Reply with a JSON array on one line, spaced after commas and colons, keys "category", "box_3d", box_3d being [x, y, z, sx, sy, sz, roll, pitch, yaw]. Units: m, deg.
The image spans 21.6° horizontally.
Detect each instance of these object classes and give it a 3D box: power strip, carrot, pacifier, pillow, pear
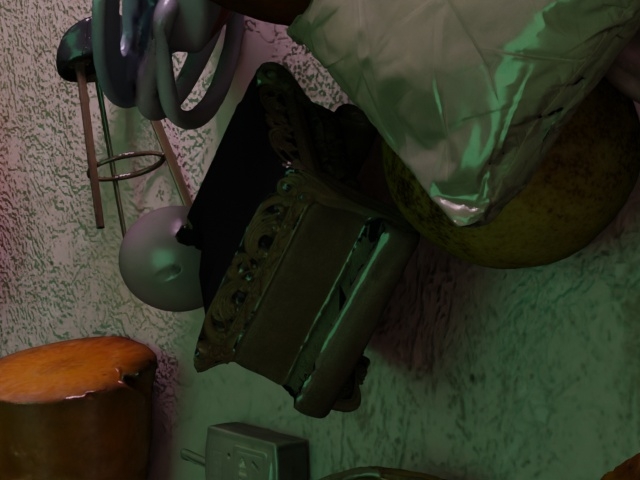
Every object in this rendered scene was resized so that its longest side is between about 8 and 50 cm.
[{"category": "power strip", "box_3d": [-0.077, 0.215, 1.601, 0.175, 0.042, 0.075, 6, 97, 48]}, {"category": "carrot", "box_3d": [-0.248, 0.245, 1.726, 0.196, 0.196, 0.254, 10, 110, 48]}, {"category": "pacifier", "box_3d": [-0.186, -0.243, 1.522, 0.233, 0.299, 0.244, 16, 123, 11]}, {"category": "pillow", "box_3d": [0.109, -0.188, 1.136, 0.281, 0.076, 0.274, -53, 44, 16]}, {"category": "pear", "box_3d": [0.133, -0.073, 1.249, 0.197, 0.197, 0.197, 2, 93, 48]}]

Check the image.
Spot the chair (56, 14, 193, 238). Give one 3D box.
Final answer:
[{"category": "chair", "box_3d": [-0.209, -0.112, 1.707, 0.095, 0.104, 0.222, -29, 71, 63]}]

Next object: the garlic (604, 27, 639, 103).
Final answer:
[{"category": "garlic", "box_3d": [0.266, -0.235, 1.132, 0.325, 0.132, 0.279, 48, 125, 39]}]

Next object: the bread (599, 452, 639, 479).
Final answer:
[{"category": "bread", "box_3d": [0.303, 0.244, 1.050, 0.279, 0.207, 0.279, -36, 64, 42]}]

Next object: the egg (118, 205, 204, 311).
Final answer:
[{"category": "egg", "box_3d": [-0.139, 0.018, 1.619, 0.135, 0.103, 0.103, -2, 90, 52]}]

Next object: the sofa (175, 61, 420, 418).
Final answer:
[{"category": "sofa", "box_3d": [0.000, 0.000, 1.400, 0.258, 0.182, 0.200, -106, 38, -62]}]

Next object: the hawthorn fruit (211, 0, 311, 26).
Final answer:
[{"category": "hawthorn fruit", "box_3d": [-0.026, -0.300, 1.332, 0.267, 0.301, 0.268, -8, 79, 50]}]

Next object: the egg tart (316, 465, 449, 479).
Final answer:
[{"category": "egg tart", "box_3d": [0.036, 0.353, 1.324, 0.345, 0.132, 0.345, -3, 82, 19]}]
